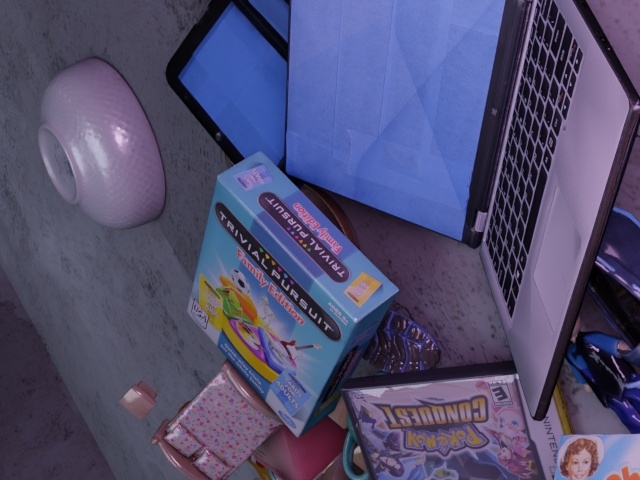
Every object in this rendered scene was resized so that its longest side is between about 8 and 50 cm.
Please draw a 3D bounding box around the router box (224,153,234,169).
[{"bbox_3d":[-0.105,-0.108,1.505,0.092,0.038,0.122,135,126,-59],"label":"router box"}]

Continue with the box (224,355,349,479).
[{"bbox_3d":[-0.050,0.259,1.655,0.149,0.127,0.232,16,127,54],"label":"box"}]

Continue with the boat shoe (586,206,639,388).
[{"bbox_3d":[0.314,0.093,0.966,0.258,0.089,0.109,52,147,15],"label":"boat shoe"}]

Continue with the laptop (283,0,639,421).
[{"bbox_3d":[0.099,-0.092,1.004,0.408,0.236,0.382,-98,9,-47],"label":"laptop"}]

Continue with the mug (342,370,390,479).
[{"bbox_3d":[0.089,0.243,1.383,0.097,0.158,0.129,45,152,36],"label":"mug"}]

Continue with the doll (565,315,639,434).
[{"bbox_3d":[0.308,0.145,1.064,0.189,0.046,0.129,54,158,21],"label":"doll"}]

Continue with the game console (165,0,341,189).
[{"bbox_3d":[-0.094,-0.230,1.273,0.293,0.173,0.250,49,173,23],"label":"game console"}]

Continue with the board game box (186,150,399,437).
[{"bbox_3d":[-0.054,0.083,1.341,0.254,0.079,0.336,45,147,17],"label":"board game box"}]

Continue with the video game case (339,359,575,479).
[{"bbox_3d":[0.183,0.273,1.248,0.275,0.035,0.248,-11,106,29],"label":"video game case"}]

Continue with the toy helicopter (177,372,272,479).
[{"bbox_3d":[-0.093,0.404,1.880,0.235,0.140,0.355,2,125,48],"label":"toy helicopter"}]

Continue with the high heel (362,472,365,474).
[{"bbox_3d":[0.165,0.398,1.495,0.244,0.082,0.117,-12,133,47],"label":"high heel"}]

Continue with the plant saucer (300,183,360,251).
[{"bbox_3d":[0.000,0.000,1.461,0.198,0.036,0.198,38,142,39],"label":"plant saucer"}]

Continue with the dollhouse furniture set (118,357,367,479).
[{"bbox_3d":[-0.106,0.294,1.485,0.355,0.174,0.303,40,117,-5],"label":"dollhouse furniture set"}]

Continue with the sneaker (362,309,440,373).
[{"bbox_3d":[0.078,0.129,1.402,0.221,0.087,0.083,17,95,41],"label":"sneaker"}]

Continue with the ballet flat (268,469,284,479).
[{"bbox_3d":[0.037,0.472,1.723,0.106,0.107,0.316,-36,88,26],"label":"ballet flat"}]

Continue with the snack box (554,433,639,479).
[{"bbox_3d":[0.342,0.269,0.904,0.322,0.060,0.187,-16,56,53],"label":"snack box"}]

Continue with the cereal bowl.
[{"bbox_3d":[-0.443,-0.169,1.940,0.339,0.141,0.339,39,142,39],"label":"cereal bowl"}]
